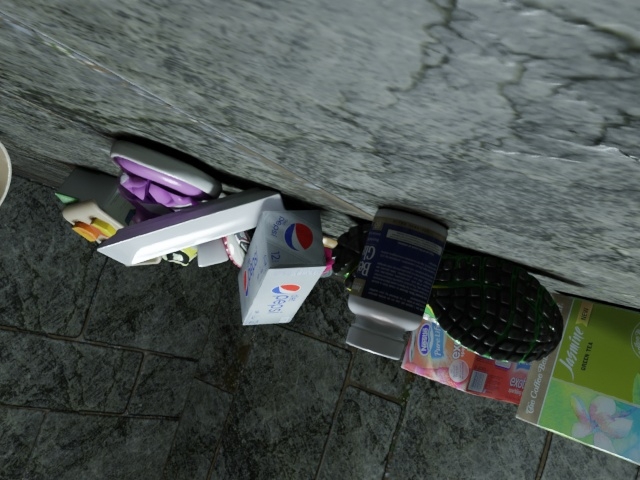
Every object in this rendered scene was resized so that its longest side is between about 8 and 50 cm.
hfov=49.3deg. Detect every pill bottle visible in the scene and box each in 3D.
[{"bbox_3d":[0.088,0.054,0.852,0.094,0.169,0.094,17,175,2],"label":"pill bottle"}]

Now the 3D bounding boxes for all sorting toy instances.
[{"bbox_3d":[-0.487,-0.008,1.612,0.193,0.038,0.208,-6,137,50],"label":"sorting toy"}]

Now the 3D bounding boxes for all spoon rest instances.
[{"bbox_3d":[-0.247,-0.041,1.313,0.137,0.084,0.276,-14,-154,-25],"label":"spoon rest"}]

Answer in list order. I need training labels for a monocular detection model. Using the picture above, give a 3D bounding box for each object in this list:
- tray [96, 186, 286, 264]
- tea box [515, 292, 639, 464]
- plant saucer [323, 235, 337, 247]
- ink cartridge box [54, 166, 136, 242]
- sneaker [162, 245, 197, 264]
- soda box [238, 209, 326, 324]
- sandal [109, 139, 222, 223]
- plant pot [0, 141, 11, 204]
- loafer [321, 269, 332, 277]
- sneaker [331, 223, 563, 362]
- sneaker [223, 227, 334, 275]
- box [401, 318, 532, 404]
[{"bbox_3d":[-0.187,-0.024,1.049,0.270,0.030,0.145,-17,168,-1],"label":"tray"},{"bbox_3d":[0.547,0.250,1.113,0.323,0.220,0.329,12,172,43],"label":"tea box"},{"bbox_3d":[0.000,0.000,1.464,0.083,0.015,0.083,17,175,1],"label":"plant saucer"},{"bbox_3d":[-0.507,-0.066,1.681,0.154,0.093,0.212,15,150,25],"label":"ink cartridge box"},{"bbox_3d":[-0.346,-0.022,1.680,0.145,0.147,0.384,17,176,-9],"label":"sneaker"},{"bbox_3d":[-0.070,0.051,1.143,0.091,0.098,0.286,-2,157,-15],"label":"soda box"},{"bbox_3d":[-0.253,-0.068,1.101,0.169,0.102,0.416,19,175,-12],"label":"sandal"},{"bbox_3d":[-0.809,-0.166,1.376,0.274,0.256,0.256,33,-179,21],"label":"plant pot"},{"bbox_3d":[-0.083,0.019,1.730,0.267,0.084,0.096,12,142,21],"label":"loafer"},{"bbox_3d":[0.192,0.067,1.032,0.343,0.134,0.146,26,-176,14],"label":"sneaker"},{"bbox_3d":[-0.085,-0.003,1.298,0.112,0.121,0.299,-21,152,22],"label":"sneaker"},{"bbox_3d":[0.303,0.199,1.263,0.142,0.154,0.300,14,175,46],"label":"box"}]
